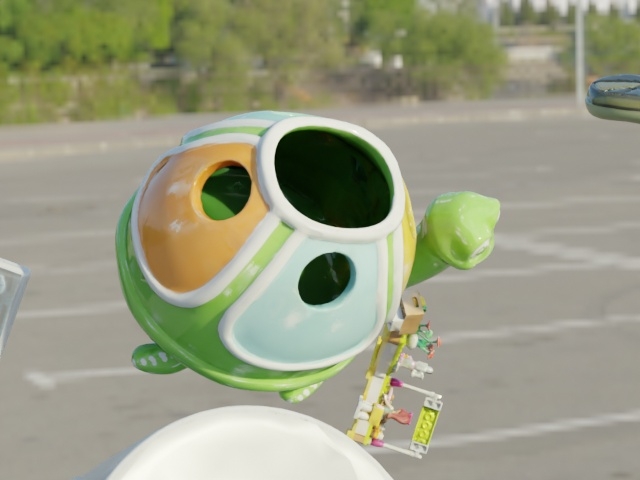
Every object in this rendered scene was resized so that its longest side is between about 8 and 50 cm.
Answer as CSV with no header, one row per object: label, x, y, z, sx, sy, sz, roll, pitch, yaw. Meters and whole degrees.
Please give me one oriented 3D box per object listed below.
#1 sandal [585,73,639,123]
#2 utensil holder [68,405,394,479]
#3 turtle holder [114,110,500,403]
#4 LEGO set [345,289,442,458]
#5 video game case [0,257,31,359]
sandal,0.419,-0.103,1.708,0.302,0.086,0.120,15,19,21
utensil holder,-0.115,0.325,1.434,0.327,0.328,0.385,-5,-16,-23
turtle holder,-0.009,0.012,1.462,0.320,0.243,0.227,27,-39,-14
LEGO set,0.109,0.184,2.081,0.107,0.287,0.132,18,22,1
video game case,-0.378,0.083,1.536,0.173,0.190,0.022,20,17,-7
